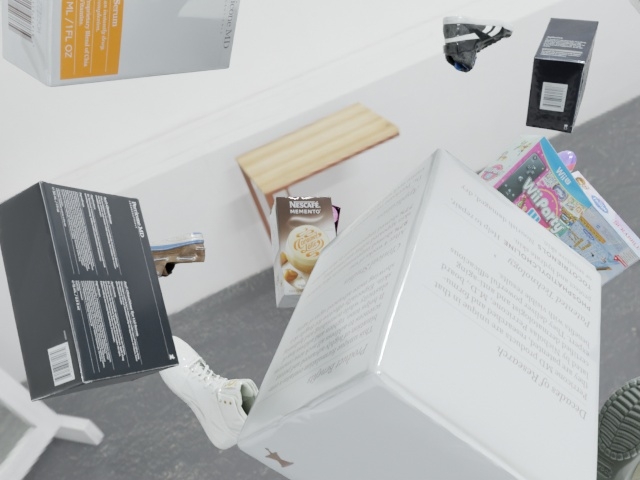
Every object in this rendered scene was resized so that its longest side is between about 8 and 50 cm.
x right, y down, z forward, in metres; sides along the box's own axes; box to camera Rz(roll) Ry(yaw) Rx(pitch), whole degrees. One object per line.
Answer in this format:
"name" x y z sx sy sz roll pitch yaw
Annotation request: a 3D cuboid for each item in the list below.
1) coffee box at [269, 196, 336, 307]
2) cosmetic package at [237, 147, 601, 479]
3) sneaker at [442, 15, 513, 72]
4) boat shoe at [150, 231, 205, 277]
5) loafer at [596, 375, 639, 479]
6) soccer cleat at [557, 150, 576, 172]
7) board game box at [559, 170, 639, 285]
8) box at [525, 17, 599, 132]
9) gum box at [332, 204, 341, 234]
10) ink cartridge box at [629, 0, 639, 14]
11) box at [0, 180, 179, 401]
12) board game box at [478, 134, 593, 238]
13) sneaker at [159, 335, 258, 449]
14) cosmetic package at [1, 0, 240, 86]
"coffee box" -0.038 0.026 1.444 0.141 0.098 0.246 -1 66 -14
"cosmetic package" 0.150 0.161 0.867 0.329 0.327 0.393 -41 18 46
"sneaker" 0.365 -0.457 1.446 0.217 0.121 0.079 -7 16 -33
"boat shoe" -0.309 0.037 1.179 0.183 0.066 0.066 -15 -7 11
"loafer" 0.448 0.312 0.886 0.088 0.251 0.094 17 12 -22
"soccer cleat" 0.699 -0.188 1.930 0.248 0.083 0.095 -40 -10 16
"board game box" 0.796 0.002 1.922 0.066 0.318 0.318 -22 68 -31
"box" 0.465 -0.319 1.184 0.093 0.156 0.158 14 50 23
"gum box" 0.000 0.000 1.741 0.062 0.107 0.188 16 63 -14
"ink cartridge box" 0.851 -0.548 1.318 0.273 0.198 0.115 -39 -2 24
"box" -0.315 0.067 0.839 0.103 0.184 0.261 -22 77 24
"board game box" 0.449 -0.065 1.433 0.303 0.224 0.097 -45 19 -5
"sneaker" -0.229 0.307 1.335 0.169 0.292 0.108 -33 5 37
"cosmetic package" -0.376 -0.458 1.223 0.162 0.230 0.453 32 35 25
